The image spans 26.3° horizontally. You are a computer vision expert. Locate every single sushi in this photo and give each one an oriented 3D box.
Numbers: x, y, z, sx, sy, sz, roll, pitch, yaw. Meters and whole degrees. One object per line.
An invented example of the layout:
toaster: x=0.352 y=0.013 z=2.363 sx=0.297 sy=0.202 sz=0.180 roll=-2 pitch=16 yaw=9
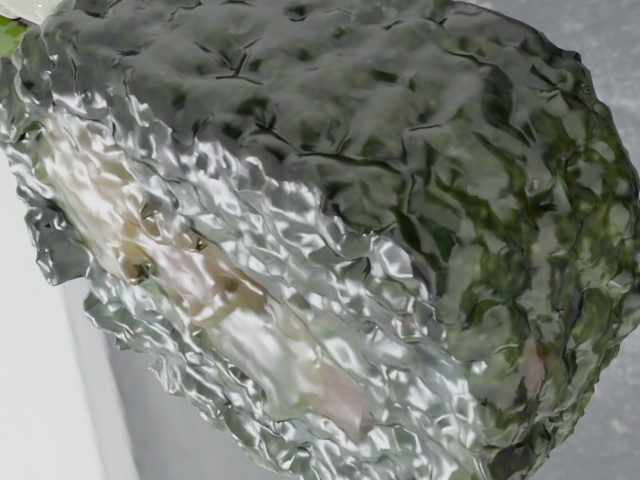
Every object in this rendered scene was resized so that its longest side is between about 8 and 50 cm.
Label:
sushi: x=0.000 y=0.000 z=0.751 sx=0.352 sy=0.178 sz=0.294 roll=30 pitch=143 yaw=30

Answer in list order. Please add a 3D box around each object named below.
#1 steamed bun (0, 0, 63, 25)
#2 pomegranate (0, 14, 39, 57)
steamed bun: x=-0.189 y=-0.230 z=1.079 sx=0.177 sy=0.228 sz=0.131 roll=16 pitch=111 yaw=22
pomegranate: x=-0.301 y=-0.287 z=1.321 sx=0.231 sy=0.286 sz=0.231 roll=61 pitch=172 yaw=15
